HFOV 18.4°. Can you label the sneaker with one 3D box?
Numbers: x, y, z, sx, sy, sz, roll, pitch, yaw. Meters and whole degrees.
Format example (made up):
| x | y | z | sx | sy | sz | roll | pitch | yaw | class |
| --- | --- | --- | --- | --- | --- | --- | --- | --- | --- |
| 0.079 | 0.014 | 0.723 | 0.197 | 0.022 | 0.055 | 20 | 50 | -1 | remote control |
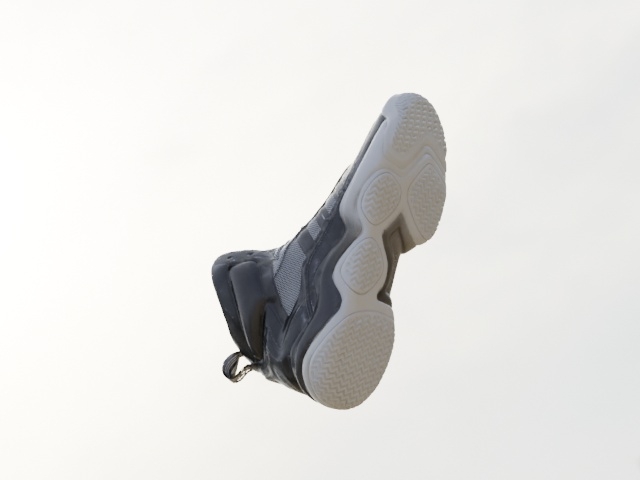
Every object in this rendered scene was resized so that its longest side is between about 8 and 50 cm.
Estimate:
| x | y | z | sx | sy | sz | roll | pitch | yaw | class |
| --- | --- | --- | --- | --- | --- | --- | --- | --- | --- |
| 0.000 | 0.000 | 1.586 | 0.153 | 0.269 | 0.101 | 5 | -22 | 37 | sneaker |
